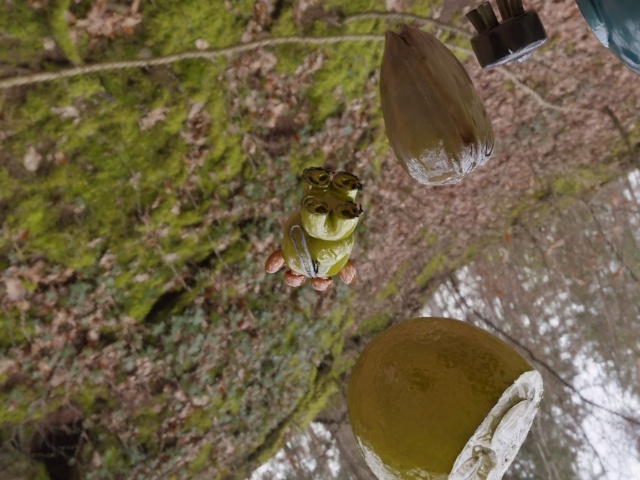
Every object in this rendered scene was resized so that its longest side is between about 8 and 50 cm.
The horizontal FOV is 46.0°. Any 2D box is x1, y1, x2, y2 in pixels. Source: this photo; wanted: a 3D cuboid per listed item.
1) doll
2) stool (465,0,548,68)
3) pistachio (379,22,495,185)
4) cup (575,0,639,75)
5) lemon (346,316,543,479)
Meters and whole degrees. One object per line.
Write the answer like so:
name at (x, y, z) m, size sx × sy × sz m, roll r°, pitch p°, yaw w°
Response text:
doll at (0.000, 0.000, 1.117) m, size 0.142 × 0.221 × 0.135 m, roll 8°, pitch -134°, yaw -9°
stool at (0.336, -0.375, 1.354) m, size 0.125 × 0.121 × 0.217 m, roll -23°, pitch -175°, yaw 25°
pistachio at (0.169, -0.210, 1.179) m, size 0.162 × 0.261 × 0.213 m, roll -23°, pitch -177°, yaw -8°
cup at (0.421, -0.324, 0.838) m, size 0.257 × 0.219 × 0.289 m, roll -27°, pitch 160°, yaw 32°
lemon at (0.205, 0.304, 1.403) m, size 0.364 × 0.364 × 0.364 m, roll -23°, pitch -164°, yaw 7°
